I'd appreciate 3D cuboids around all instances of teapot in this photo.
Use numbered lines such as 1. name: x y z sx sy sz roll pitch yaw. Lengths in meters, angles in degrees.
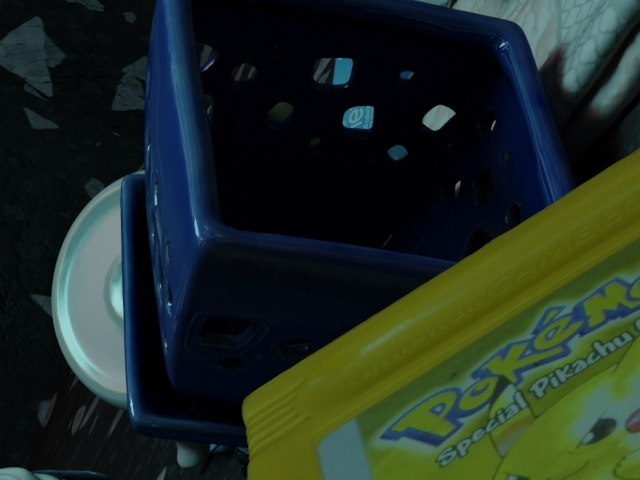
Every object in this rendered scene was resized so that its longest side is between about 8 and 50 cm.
1. teapot: -0.118 0.050 1.563 0.256 0.187 0.252 -35 66 22

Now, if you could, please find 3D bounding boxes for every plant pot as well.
1. plant pot: 0.000 0.000 0.967 0.212 0.236 0.236 116 154 -43

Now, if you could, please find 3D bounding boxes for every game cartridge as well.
1. game cartridge: 0.102 0.059 0.601 0.285 0.052 0.323 -33 19 4

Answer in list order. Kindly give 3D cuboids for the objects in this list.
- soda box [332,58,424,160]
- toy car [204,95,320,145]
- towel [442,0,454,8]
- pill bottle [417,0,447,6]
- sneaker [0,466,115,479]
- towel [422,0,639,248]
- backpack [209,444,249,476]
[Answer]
1. soda box: 0.050 -0.073 1.261 0.067 0.071 0.210 -22 44 34
2. toy car: -0.049 -0.061 1.339 0.149 0.188 0.155 -47 34 -15
3. towel: 0.076 -0.178 1.518 0.312 0.056 0.324 -69 12 -21
4. pill bottle: 0.088 -0.294 1.364 0.121 0.121 0.221 -53 14 43
5. sneaker: -0.269 0.290 1.570 0.130 0.236 0.323 -68 13 -18
6. towel: 0.156 -0.154 1.132 0.317 0.053 0.331 -52 16 45
7. backpack: -0.053 0.129 1.359 0.114 0.084 0.105 -38 30 59
